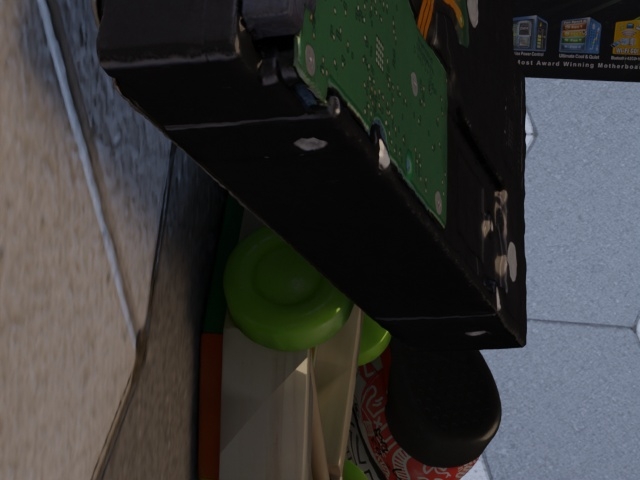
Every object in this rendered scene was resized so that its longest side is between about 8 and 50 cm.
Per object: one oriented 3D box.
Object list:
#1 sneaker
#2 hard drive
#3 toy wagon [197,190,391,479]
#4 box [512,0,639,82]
[{"bbox_3d":[0.037,0.050,1.037,0.145,0.090,0.270,118,-34,-50],"label":"sneaker"},{"bbox_3d":[0.017,-0.108,0.581,0.339,0.064,0.236,44,45,-67],"label":"hard drive"},{"bbox_3d":[0.000,0.000,0.819,0.267,0.068,0.344,84,12,-58],"label":"toy wagon"},{"bbox_3d":[0.244,-0.290,1.289,0.097,0.395,0.318,-75,168,-64],"label":"box"}]
